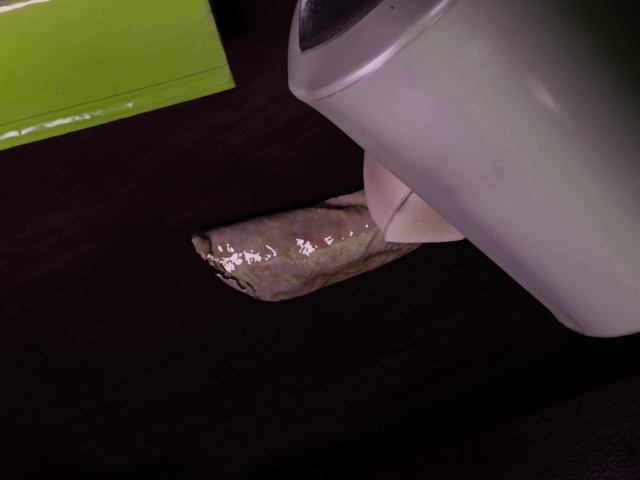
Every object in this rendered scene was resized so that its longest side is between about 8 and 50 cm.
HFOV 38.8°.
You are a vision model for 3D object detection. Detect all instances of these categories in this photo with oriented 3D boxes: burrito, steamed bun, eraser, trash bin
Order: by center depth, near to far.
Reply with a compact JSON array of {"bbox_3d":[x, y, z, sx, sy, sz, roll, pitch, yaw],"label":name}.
[{"bbox_3d":[0.176,-0.135,0.823,0.280,0.280,0.432,-34,115,32],"label":"trash bin"},{"bbox_3d":[-0.233,-0.189,0.852,0.274,0.092,0.210,-16,153,-1],"label":"eraser"},{"bbox_3d":[0.143,-0.117,1.093,0.146,0.164,0.241,-2,151,-20],"label":"steamed bun"},{"bbox_3d":[0.001,0.008,1.331,0.348,0.107,0.175,-16,139,-3],"label":"burrito"}]
